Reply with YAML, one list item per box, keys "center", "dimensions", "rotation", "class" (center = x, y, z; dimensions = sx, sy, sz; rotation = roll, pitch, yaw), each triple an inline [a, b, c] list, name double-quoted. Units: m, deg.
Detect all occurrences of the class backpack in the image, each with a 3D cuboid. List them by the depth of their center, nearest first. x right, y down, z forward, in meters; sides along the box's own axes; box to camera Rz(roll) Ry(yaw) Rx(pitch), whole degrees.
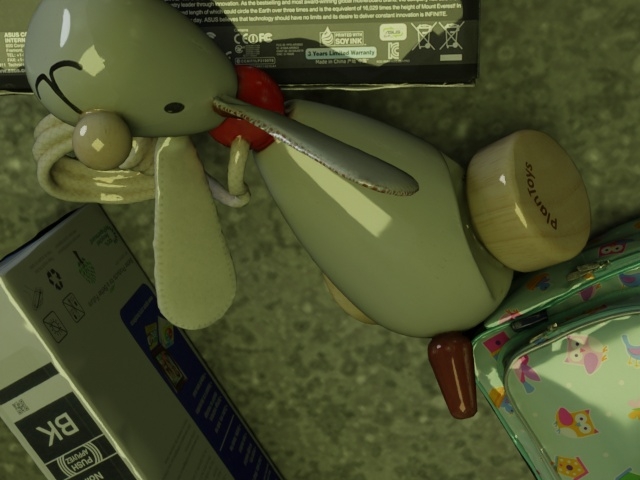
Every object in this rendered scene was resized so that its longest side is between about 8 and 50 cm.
- center: [0.203, 0.080, 0.587]
  dimensions: [0.188, 0.144, 0.166]
  rotation: [-30, 98, 6]
  class: "backpack"

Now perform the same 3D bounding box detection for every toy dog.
- center: [0.000, 0.000, 0.498]
  dimensions: [0.333, 0.161, 0.220]
  rotation: [10, 150, -20]
  class: "toy dog"

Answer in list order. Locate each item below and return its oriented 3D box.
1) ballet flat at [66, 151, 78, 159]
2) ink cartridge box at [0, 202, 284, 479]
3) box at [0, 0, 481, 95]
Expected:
- center: [-0.154, -0.096, 0.618]
  dimensions: [0.041, 0.041, 0.114]
  rotation: [14, 109, 1]
  class: "ballet flat"
- center: [-0.108, 0.142, 0.621]
  dimensions: [0.065, 0.165, 0.333]
  rotation: [-30, 101, 14]
  class: "ink cartridge box"
- center: [-0.108, -0.242, 0.514]
  dimensions: [0.395, 0.097, 0.318]
  rotation: [-2, 106, 1]
  class: "box"
